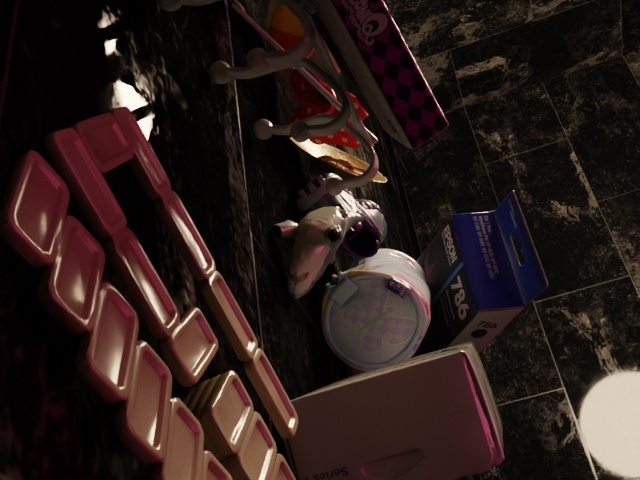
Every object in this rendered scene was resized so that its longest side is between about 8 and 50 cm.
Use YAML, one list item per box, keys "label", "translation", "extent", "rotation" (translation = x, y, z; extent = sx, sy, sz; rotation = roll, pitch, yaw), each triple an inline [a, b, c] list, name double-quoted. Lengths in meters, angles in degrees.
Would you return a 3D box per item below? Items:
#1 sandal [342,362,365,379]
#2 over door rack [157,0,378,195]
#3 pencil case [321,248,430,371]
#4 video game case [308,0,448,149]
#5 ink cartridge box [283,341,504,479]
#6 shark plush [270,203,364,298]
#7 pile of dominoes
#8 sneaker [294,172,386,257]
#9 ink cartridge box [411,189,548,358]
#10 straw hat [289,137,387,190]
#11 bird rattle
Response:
- label: "sandal"
  translation: [0.064, 0.207, 0.905]
  extent: [0.072, 0.049, 0.180]
  rotation: [61, 15, -49]
- label: "over door rack"
  translation: [-0.073, -0.211, 0.765]
  extent: [0.324, 0.108, 0.239]
  rotation: [62, 4, 27]
- label: "pencil case"
  translation: [0.073, 0.077, 1.002]
  extent: [0.124, 0.113, 0.273]
  rotation: [31, 9, 6]
- label: "video game case"
  translation: [0.012, -0.201, 0.673]
  extent: [0.232, 0.042, 0.210]
  rotation: [58, 3, -20]
- label: "ink cartridge box"
  translation: [0.071, 0.155, 0.711]
  extent: [0.219, 0.160, 0.092]
  rotation: [28, 45, -77]
- label: "shark plush"
  translation: [0.000, 0.000, 0.846]
  extent: [0.161, 0.073, 0.067]
  rotation: [-57, 145, -66]
- label: "pile of dominoes"
  translation: [-0.088, 0.058, 0.433]
  extent: [0.251, 0.040, 0.196]
  rotation: [62, 12, -10]
- label: "sneaker"
  translation: [0.044, -0.004, 1.018]
  extent: [0.098, 0.083, 0.224]
  rotation: [55, 12, 25]
- label: "ink cartridge box"
  translation: [0.176, 0.089, 1.127]
  extent: [0.332, 0.065, 0.165]
  rotation: [122, -31, -42]
- label: "straw hat"
  translation: [0.012, -0.082, 1.069]
  extent: [0.144, 0.144, 0.061]
  rotation: [-68, -179, -75]
- label: "bird rattle"
  translation: [-0.005, -0.249, 1.028]
  extent: [0.207, 0.143, 0.253]
  rotation: [47, -35, 48]
